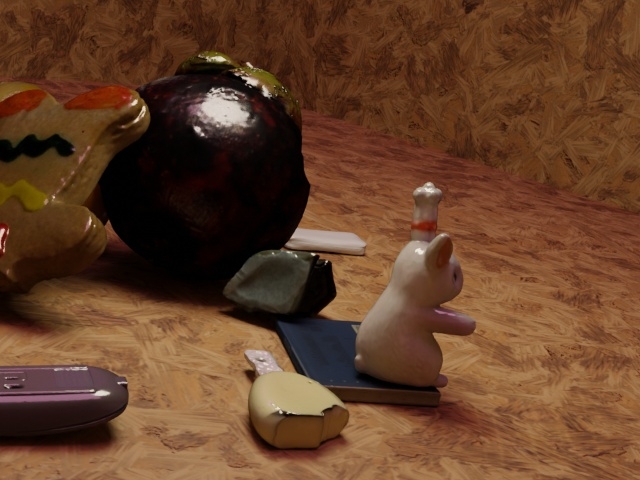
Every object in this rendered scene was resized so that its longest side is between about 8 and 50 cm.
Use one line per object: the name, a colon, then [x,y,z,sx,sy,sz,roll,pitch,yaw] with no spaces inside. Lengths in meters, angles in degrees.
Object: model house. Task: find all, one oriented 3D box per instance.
model house: [-0.057,0.073,1.701,0.165,0.106,0.152,5,-4,25]

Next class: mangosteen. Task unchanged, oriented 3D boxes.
mangosteen: [-0.210,-0.138,1.813,0.381,0.381,0.421,5,54,-20]

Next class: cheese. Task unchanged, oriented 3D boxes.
cheese: [-0.048,0.196,1.363,0.127,0.050,0.255,5,16,-19]

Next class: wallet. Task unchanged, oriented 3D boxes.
wallet: [0.000,0.000,2.174,0.190,0.033,0.095,5,14,-21]

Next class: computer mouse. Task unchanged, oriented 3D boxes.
computer mouse: [-0.341,0.185,1.196,0.232,0.057,0.120,2,17,-21]

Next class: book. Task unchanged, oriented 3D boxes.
book: [0.048,0.177,1.555,0.191,0.025,0.269,5,16,-16]

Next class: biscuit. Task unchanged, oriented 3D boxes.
biscuit: [-0.448,-0.092,1.597,0.368,0.076,0.394,2,53,30]

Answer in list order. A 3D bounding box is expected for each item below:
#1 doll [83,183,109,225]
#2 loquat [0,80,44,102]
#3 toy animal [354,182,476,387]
doll: [-0.455,-0.106,1.854,0.213,0.236,0.213,29,31,-19]
loquat: [-0.659,-0.224,2.224,0.244,0.243,0.244,10,15,-3]
toy animal: [0.151,0.073,1.463,0.138,0.282,0.140,20,11,-27]
